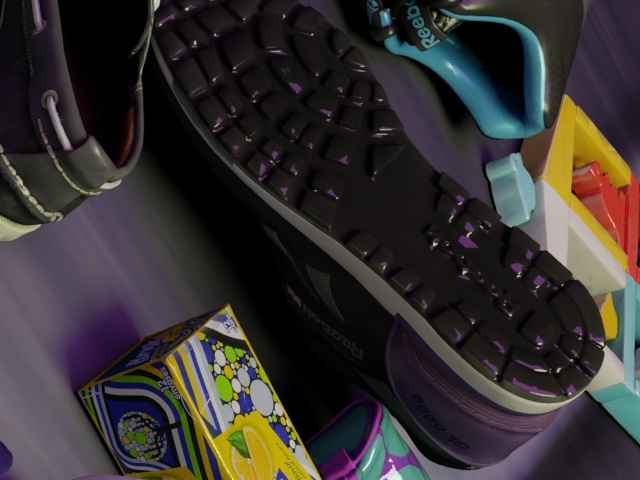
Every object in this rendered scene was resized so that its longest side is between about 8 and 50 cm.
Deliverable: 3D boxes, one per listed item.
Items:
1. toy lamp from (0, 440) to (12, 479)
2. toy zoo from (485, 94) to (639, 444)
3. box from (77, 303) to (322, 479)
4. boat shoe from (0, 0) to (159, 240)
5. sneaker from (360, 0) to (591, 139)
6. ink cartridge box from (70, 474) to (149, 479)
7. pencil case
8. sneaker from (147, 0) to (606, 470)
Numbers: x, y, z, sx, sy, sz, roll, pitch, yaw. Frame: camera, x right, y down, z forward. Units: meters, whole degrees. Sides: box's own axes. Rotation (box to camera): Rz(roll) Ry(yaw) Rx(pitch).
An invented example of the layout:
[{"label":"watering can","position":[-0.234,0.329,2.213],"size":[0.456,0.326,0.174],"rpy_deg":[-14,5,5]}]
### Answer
[{"label":"toy lamp","position":[-0.200,-0.024,0.542],"size":[0.275,0.080,0.080],"rpy_deg":[60,34,-10]},{"label":"toy zoo","position":[0.206,0.031,1.140],"size":[0.293,0.030,0.192],"rpy_deg":[44,40,-33]},{"label":"box","position":[-0.034,0.119,0.722],"size":[0.169,0.054,0.059],"rpy_deg":[62,33,-9]},{"label":"boat shoe","position":[-0.099,-0.103,0.735],"size":[0.084,0.079,0.233],"rpy_deg":[42,40,-32]},{"label":"sneaker","position":[0.057,-0.196,0.970],"size":[0.341,0.125,0.140],"rpy_deg":[39,48,-34]},{"label":"ink cartridge box","position":[-0.103,0.221,0.588],"size":[0.181,0.056,0.225],"rpy_deg":[-29,115,-57]},{"label":"pencil case","position":[0.040,0.154,0.800],"size":[0.152,0.064,0.070],"rpy_deg":[57,19,-16]},{"label":"sneaker","position":[0.000,0.000,0.815],"size":[0.107,0.124,0.283],"rpy_deg":[-33,76,-38]}]
